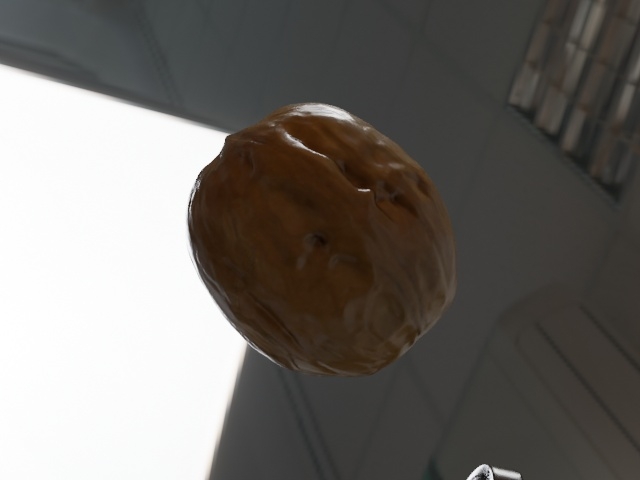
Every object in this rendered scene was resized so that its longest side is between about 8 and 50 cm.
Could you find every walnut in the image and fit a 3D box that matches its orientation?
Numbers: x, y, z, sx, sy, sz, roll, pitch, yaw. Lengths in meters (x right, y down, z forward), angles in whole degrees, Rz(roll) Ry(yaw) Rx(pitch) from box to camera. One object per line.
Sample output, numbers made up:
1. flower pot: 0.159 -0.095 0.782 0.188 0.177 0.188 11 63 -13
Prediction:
1. walnut: 0.000 0.000 1.071 0.195 0.222 0.195 -44 -176 4

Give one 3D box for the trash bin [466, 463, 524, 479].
1. trash bin: 0.255 0.396 1.495 0.219 0.250 0.220 102 5 -50
